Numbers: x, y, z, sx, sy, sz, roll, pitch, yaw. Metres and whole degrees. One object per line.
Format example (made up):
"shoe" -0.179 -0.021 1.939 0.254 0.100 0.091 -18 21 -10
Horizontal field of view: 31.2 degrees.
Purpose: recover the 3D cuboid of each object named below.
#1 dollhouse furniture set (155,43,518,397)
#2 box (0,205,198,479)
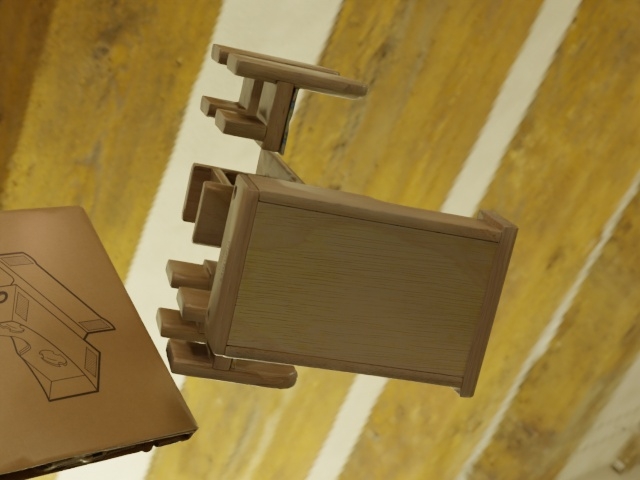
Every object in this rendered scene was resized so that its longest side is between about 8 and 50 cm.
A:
"dollhouse furniture set" 0.000 0.000 0.759 0.161 0.242 0.212 10 -77 -16
"box" -0.192 0.063 0.776 0.164 0.201 0.021 -6 -34 -46
